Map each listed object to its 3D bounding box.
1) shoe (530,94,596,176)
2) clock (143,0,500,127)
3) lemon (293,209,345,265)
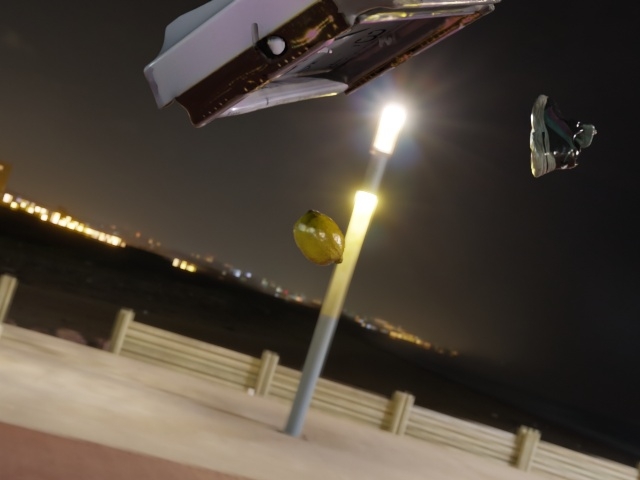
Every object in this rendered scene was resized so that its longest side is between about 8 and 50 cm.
[{"bbox_3d":[0.375,-0.162,1.353,0.099,0.169,0.071,1,-46,14],"label":"shoe"},{"bbox_3d":[0.009,-0.165,0.640,0.186,0.083,0.253,-26,0,35],"label":"clock"},{"bbox_3d":[0.000,0.000,1.551,0.111,0.082,0.082,54,-8,-4],"label":"lemon"}]
